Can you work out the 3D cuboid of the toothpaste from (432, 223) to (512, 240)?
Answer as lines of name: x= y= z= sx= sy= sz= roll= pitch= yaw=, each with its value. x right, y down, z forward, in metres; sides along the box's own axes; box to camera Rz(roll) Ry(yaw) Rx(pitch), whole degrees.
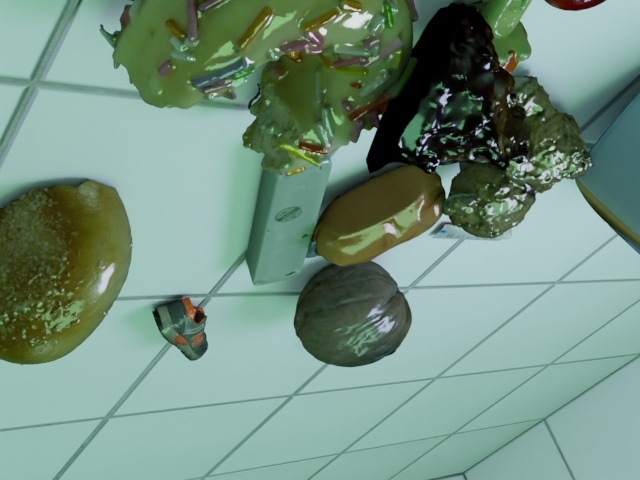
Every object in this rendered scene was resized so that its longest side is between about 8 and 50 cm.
toothpaste: x=0.303 y=-0.016 z=1.907 sx=0.190 sy=0.031 sz=0.048 roll=1 pitch=148 yaw=-34

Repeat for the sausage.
sausage: x=0.096 y=-0.040 z=1.590 sx=0.241 sy=0.120 sz=0.136 roll=-26 pitch=154 yaw=-3

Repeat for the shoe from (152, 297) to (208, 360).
shoe: x=-0.236 y=0.161 z=1.770 sx=0.077 sy=0.074 sz=0.194 roll=-30 pitch=151 yaw=2

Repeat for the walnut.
walnut: x=0.056 y=0.142 z=1.825 sx=0.224 sy=0.224 sz=0.224 roll=-18 pitch=153 yaw=-9

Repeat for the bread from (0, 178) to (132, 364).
bread: x=-0.397 y=0.069 z=1.327 sx=0.314 sy=0.192 sz=0.171 roll=-31 pitch=154 yaw=16

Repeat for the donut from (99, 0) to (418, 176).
donut: x=-0.033 y=-0.220 z=1.121 sx=0.307 sy=0.150 sz=0.371 roll=-35 pitch=152 yaw=15

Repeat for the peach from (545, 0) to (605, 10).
peach: x=0.328 y=-0.340 z=1.239 sx=0.100 sy=0.101 sz=0.101 roll=-18 pitch=153 yaw=-9

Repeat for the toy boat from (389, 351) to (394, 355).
toy boat: x=0.107 y=0.203 z=2.106 sx=0.223 sy=0.100 sz=0.097 roll=-3 pitch=112 yaw=-44

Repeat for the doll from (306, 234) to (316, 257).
doll: x=0.001 y=0.001 z=1.690 sx=0.114 sy=0.039 sz=0.057 roll=-46 pitch=-171 yaw=24

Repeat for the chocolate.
chocolate: x=0.188 y=-0.161 z=1.175 sx=0.177 sy=0.224 sz=0.206 roll=24 pitch=155 yaw=-10

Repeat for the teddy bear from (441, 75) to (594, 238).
teddy bear: x=0.308 y=-0.113 z=1.563 sx=0.256 sy=0.156 sz=0.267 roll=-41 pitch=151 yaw=18

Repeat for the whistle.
whistle: x=0.214 y=-0.254 z=1.303 sx=0.131 sy=0.106 sz=0.288 roll=-15 pitch=154 yaw=-33

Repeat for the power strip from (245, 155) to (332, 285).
power strip: x=-0.056 y=-0.045 z=1.531 sx=0.091 sy=0.062 sz=0.385 roll=-13 pitch=153 yaw=-18

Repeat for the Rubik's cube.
Rubik's cube: x=0.685 y=-0.087 z=1.636 sx=0.351 sy=0.347 sz=0.352 roll=-47 pitch=148 yaw=7
